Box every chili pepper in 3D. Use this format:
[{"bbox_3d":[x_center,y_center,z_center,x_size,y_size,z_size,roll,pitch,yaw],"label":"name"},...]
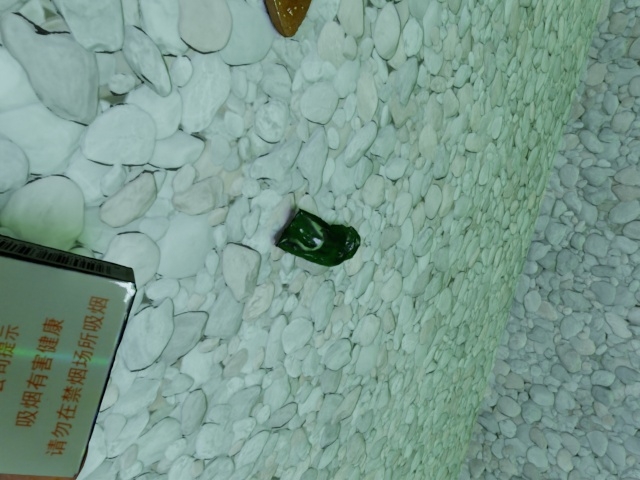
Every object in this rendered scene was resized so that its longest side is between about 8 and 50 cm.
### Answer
[{"bbox_3d":[0.002,0.001,0.902,0.224,0.061,0.098,11,104,-53],"label":"chili pepper"}]

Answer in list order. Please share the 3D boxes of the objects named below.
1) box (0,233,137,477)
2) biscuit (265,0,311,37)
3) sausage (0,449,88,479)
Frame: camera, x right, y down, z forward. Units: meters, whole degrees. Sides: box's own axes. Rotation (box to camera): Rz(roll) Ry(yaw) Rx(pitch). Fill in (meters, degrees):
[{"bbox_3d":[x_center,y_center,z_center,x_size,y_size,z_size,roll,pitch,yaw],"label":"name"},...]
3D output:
[{"bbox_3d":[-0.342,0.083,0.403,0.310,0.084,0.198,17,93,-25],"label":"box"},{"bbox_3d":[-0.044,-0.443,0.672,0.183,0.043,0.280,-19,124,-41],"label":"biscuit"},{"bbox_3d":[-0.327,0.190,0.549,0.114,0.114,0.259,-10,112,-48],"label":"sausage"}]
